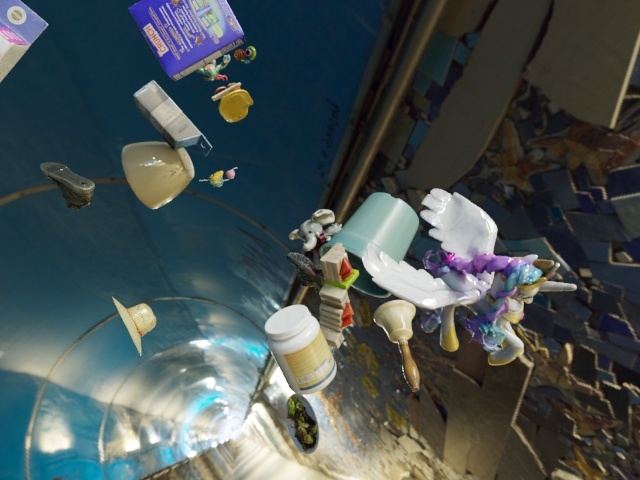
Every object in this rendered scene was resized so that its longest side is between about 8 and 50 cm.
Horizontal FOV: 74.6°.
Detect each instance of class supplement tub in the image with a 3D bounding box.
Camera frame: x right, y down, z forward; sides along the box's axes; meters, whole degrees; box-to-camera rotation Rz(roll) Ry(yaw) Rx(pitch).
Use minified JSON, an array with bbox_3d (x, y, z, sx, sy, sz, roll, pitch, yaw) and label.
[{"bbox_3d":[-0.053,0.287,1.113,0.144,0.200,0.144,-19,20,7],"label":"supplement tub"}]

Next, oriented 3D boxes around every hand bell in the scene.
[{"bbox_3d":[0.230,0.294,1.145,0.126,0.242,0.126,-4,-48,-5],"label":"hand bell"}]

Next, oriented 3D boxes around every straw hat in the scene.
[{"bbox_3d":[-0.401,0.176,0.933,0.061,0.145,0.144,-27,-17,-26],"label":"straw hat"}]

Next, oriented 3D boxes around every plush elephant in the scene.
[{"bbox_3d":[0.000,0.000,2.024,0.255,0.330,0.272,22,-50,-25],"label":"plush elephant"}]

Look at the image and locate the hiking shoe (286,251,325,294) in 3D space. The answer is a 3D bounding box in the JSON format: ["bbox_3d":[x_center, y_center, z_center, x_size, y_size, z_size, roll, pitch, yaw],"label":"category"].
[{"bbox_3d":[-0.068,0.147,1.824,0.114,0.226,0.086,-53,-1,23],"label":"hiking shoe"}]

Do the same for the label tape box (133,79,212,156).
[{"bbox_3d":[-0.643,-0.493,1.835,0.115,0.348,0.249,-43,16,-14],"label":"label tape box"}]

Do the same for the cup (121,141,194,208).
[{"bbox_3d":[-0.762,-0.346,2.049,0.236,0.331,0.331,-19,-12,4],"label":"cup"}]

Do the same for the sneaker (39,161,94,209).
[{"bbox_3d":[-0.912,-0.189,1.505,0.087,0.227,0.130,-50,-14,-56],"label":"sneaker"}]

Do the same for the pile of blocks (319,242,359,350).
[{"bbox_3d":[0.074,0.196,1.379,0.149,0.112,0.363,-16,-65,-54],"label":"pile of blocks"}]

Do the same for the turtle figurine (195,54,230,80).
[{"bbox_3d":[-0.485,-0.752,1.816,0.175,0.234,0.118,-6,-62,-24],"label":"turtle figurine"}]

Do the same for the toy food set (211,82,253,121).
[{"bbox_3d":[-0.333,-0.529,1.561,0.128,0.071,0.218,-34,-12,-1],"label":"toy food set"}]

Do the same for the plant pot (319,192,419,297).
[{"bbox_3d":[0.224,0.002,1.755,0.334,0.341,0.341,-55,-6,-22],"label":"plant pot"}]

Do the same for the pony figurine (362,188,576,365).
[{"bbox_3d":[0.298,0.093,0.874,0.303,0.351,0.364,-44,-33,-25],"label":"pony figurine"}]

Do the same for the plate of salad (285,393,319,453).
[{"bbox_3d":[-0.072,0.628,1.438,0.048,0.200,0.200,-1,-36,-39],"label":"plate of salad"}]

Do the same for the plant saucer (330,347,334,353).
[{"bbox_3d":[-0.002,0.461,1.794,0.119,0.119,0.021,-35,-23,-20],"label":"plant saucer"}]

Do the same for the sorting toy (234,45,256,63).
[{"bbox_3d":[-0.318,-0.766,1.737,0.101,0.061,0.042,-2,17,30],"label":"sorting toy"}]

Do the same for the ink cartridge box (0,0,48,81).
[{"bbox_3d":[-0.907,-0.518,1.005,0.330,0.324,0.071,-50,9,1],"label":"ink cartridge box"}]

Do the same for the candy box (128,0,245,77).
[{"bbox_3d":[-0.479,-0.784,1.533,0.317,0.268,0.122,-29,12,-1],"label":"candy box"}]

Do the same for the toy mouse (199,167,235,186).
[{"bbox_3d":[-0.416,-0.263,1.798,0.160,0.031,0.143,-25,-7,3],"label":"toy mouse"}]
